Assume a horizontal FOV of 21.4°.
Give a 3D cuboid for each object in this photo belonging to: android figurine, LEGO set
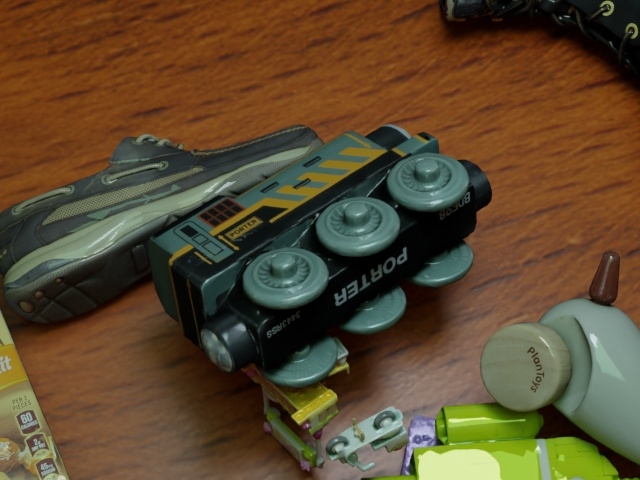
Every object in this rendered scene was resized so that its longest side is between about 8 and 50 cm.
[{"bbox_3d":[0.177,0.268,1.559,0.273,0.056,0.248,-3,65,-2],"label":"android figurine"},{"bbox_3d":[-0.018,0.116,1.638,0.132,0.107,0.287,-15,49,-9],"label":"LEGO set"}]

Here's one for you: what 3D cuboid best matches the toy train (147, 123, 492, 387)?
[{"bbox_3d":[0.000,0.000,1.580,0.334,0.142,0.190,-34,47,-27],"label":"toy train"}]

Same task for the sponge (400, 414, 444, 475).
[{"bbox_3d":[0.124,0.277,1.600,0.117,0.031,0.210,12,65,2],"label":"sponge"}]

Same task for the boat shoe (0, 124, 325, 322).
[{"bbox_3d":[-0.163,-0.048,1.683,0.355,0.132,0.130,-23,66,-16],"label":"boat shoe"}]

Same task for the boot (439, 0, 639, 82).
[{"bbox_3d":[0.271,-0.247,1.785,0.284,0.138,0.377,3,62,-2],"label":"boot"}]

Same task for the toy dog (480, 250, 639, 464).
[{"bbox_3d":[0.319,0.134,1.546,0.334,0.161,0.220,27,23,7],"label":"toy dog"}]

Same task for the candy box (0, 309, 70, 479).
[{"bbox_3d":[-0.364,0.161,1.604,0.183,0.087,0.316,-22,68,-11],"label":"candy box"}]
